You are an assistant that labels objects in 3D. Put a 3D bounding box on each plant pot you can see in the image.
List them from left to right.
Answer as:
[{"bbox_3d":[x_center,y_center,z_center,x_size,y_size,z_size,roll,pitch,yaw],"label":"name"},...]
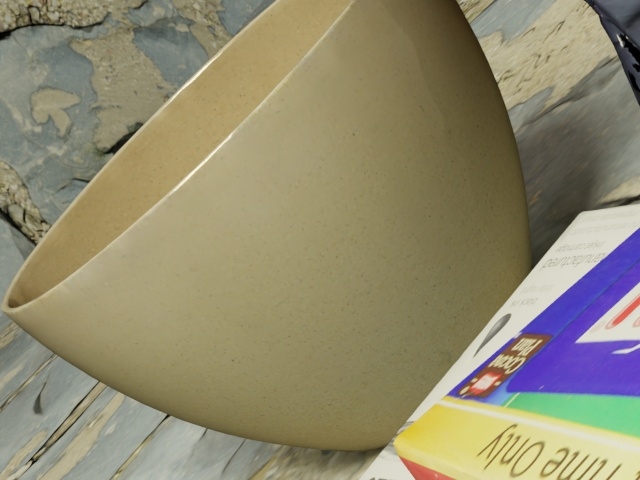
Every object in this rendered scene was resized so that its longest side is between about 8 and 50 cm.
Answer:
[{"bbox_3d":[0.000,0.000,0.999,0.284,0.191,0.284,-42,12,11],"label":"plant pot"}]

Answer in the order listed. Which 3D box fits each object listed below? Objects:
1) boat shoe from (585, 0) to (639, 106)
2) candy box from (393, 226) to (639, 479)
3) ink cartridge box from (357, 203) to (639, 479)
[{"bbox_3d":[0.255,-0.152,0.753,0.340,0.158,0.127,-44,13,5],"label":"boat shoe"},{"bbox_3d":[0.200,0.005,0.440,0.317,0.122,0.268,-40,11,-12],"label":"candy box"},{"bbox_3d":[0.090,0.089,0.655,0.218,0.092,0.158,-50,13,-16],"label":"ink cartridge box"}]
